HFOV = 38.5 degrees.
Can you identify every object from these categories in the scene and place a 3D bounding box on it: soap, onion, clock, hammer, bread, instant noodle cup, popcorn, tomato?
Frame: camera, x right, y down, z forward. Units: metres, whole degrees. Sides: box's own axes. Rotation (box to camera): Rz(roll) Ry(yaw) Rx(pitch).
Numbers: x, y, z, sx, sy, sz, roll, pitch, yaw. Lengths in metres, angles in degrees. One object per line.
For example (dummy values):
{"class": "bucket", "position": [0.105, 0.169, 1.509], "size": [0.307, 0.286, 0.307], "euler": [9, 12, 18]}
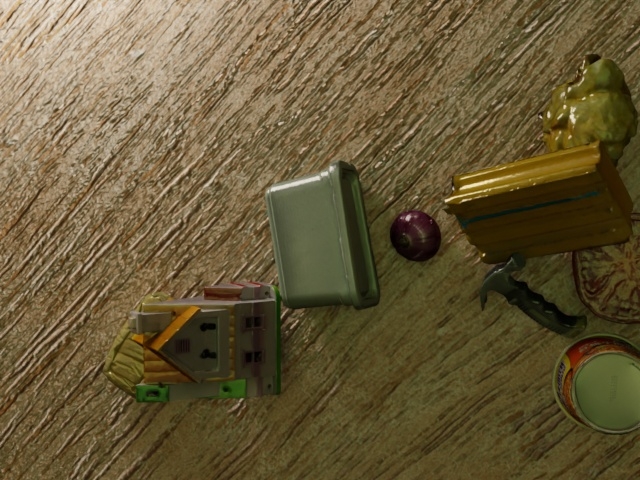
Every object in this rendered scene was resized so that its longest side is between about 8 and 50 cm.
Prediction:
{"class": "soap", "position": [0.427, -0.067, 1.803], "size": [0.325, 0.204, 0.096], "euler": [-12, 41, 34]}
{"class": "onion", "position": [0.205, -0.012, 1.943], "size": [0.104, 0.115, 0.115], "euler": [-31, 81, -37]}
{"class": "clock", "position": [-0.250, 0.210, 1.901], "size": [0.310, 0.166, 0.235], "euler": [-2, 95, -31]}
{"class": "hammer", "position": [0.439, 0.130, 1.895], "size": [0.227, 0.041, 0.158], "euler": [32, 135, -6]}
{"class": "bread", "position": [-0.374, 0.229, 2.024], "size": [0.140, 0.106, 0.236], "euler": [33, 94, 10]}
{"class": "instant noodle cup", "position": [0.575, 0.292, 1.827], "size": [0.213, 0.174, 0.213], "euler": [0, 88, 10]}
{"class": "popcorn", "position": [0.529, -0.238, 1.825], "size": [0.192, 0.233, 0.265], "euler": [8, 116, 15]}
{"class": "tomato", "position": [0.620, 0.050, 1.867], "size": [0.237, 0.095, 0.236], "euler": [0, 93, 10]}

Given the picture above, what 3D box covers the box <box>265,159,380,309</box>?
{"class": "box", "position": [0.000, 0.000, 1.942], "size": [0.183, 0.175, 0.311], "euler": [-10, 87, 18]}
